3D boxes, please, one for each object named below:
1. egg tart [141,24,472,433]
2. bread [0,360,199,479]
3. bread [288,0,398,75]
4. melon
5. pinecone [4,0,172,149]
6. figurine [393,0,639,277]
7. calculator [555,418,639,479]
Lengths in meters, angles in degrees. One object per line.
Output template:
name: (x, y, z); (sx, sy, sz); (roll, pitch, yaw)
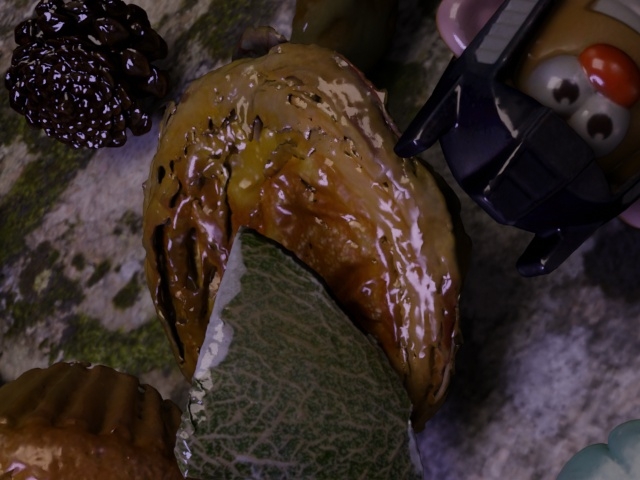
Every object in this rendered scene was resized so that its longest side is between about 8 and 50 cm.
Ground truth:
egg tart: (0.000, 0.000, 1.049); (0.297, 0.132, 0.297); (19, 119, 40)
bread: (-0.147, 0.177, 1.030); (0.240, 0.240, 0.139); (-21, 39, 31)
bread: (0.017, -0.216, 1.146); (0.128, 0.088, 0.232); (-81, -3, -65)
melon: (-0.032, 0.103, 0.964); (0.139, 0.202, 0.093); (-34, -3, -31)
pinecone: (-0.187, -0.146, 1.318); (0.140, 0.140, 0.120); (-27, 24, 28)
figurine: (0.174, -0.111, 0.929); (0.309, 0.143, 0.308); (-3, 68, 7)
calculator: (0.225, 0.206, 0.822); (0.184, 0.042, 0.295); (-47, 48, 11)
